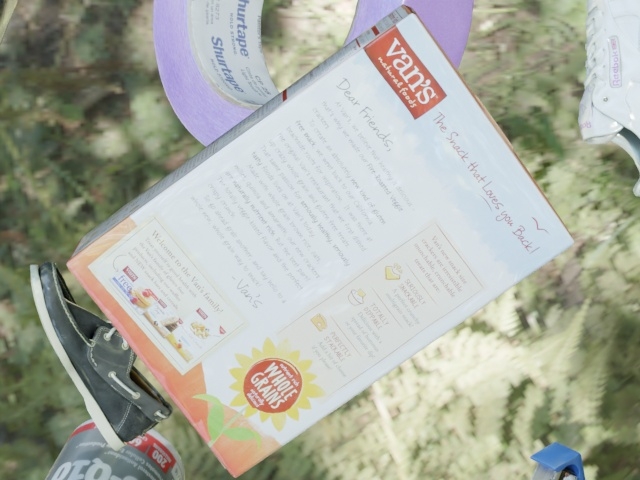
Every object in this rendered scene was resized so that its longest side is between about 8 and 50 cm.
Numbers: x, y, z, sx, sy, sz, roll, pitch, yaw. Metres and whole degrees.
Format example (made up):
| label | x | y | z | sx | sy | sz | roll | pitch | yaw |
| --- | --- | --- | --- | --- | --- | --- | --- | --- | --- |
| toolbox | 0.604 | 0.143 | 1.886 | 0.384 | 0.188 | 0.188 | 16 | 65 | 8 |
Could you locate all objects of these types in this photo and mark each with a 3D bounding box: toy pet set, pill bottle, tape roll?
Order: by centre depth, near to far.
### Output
| label | x | y | z | sx | sy | sz | roll | pitch | yaw |
| --- | --- | --- | --- | --- | --- | --- | --- | --- | --- |
| tape roll | -0.012 | -0.193 | 1.259 | 0.274 | 0.090 | 0.275 | -4 | 84 | 41 |
| toy pet set | 0.307 | 0.286 | 1.820 | 0.114 | 0.122 | 0.065 | 22 | 86 | 51 |
| pill bottle | -0.280 | 0.359 | 1.869 | 0.161 | 0.283 | 0.161 | 9 | 126 | 12 |

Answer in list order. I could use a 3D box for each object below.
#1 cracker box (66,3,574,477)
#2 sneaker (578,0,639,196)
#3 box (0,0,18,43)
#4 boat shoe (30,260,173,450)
| label | x | y | z | sx | sy | sz | roll | pitch | yaw |
| --- | --- | --- | --- | --- | --- | --- | --- | --- | --- |
| cracker box | 0.000 | 0.000 | 0.862 | 0.232 | 0.067 | 0.156 | -35 | 102 | 7 |
| sneaker | 0.319 | -0.188 | 1.624 | 0.152 | 0.114 | 0.305 | -26 | 79 | -3 |
| box | -0.242 | -0.127 | 0.780 | 0.158 | 0.156 | 0.093 | 12 | 134 | -4 |
| boat shoe | -0.225 | 0.107 | 1.570 | 0.079 | 0.084 | 0.233 | -25 | 122 | 0 |
